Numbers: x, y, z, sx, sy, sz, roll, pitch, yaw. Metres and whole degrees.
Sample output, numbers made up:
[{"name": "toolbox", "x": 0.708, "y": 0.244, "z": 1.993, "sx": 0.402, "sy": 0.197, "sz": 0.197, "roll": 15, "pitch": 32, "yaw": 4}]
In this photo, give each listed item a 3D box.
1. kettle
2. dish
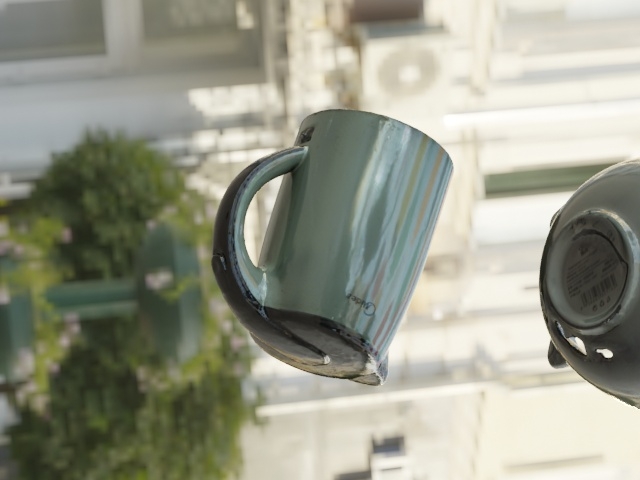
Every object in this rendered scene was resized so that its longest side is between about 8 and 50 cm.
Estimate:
[{"name": "kettle", "x": 0.000, "y": 0.000, "z": 1.889, "sx": 0.161, "sy": 0.221, "sz": 0.236, "roll": -17, "pitch": -130, "yaw": 55}, {"name": "dish", "x": 0.231, "y": 0.040, "z": 1.498, "sx": 0.236, "sy": 0.086, "sz": 0.228, "roll": 0, "pitch": -96, "yaw": 52}]
